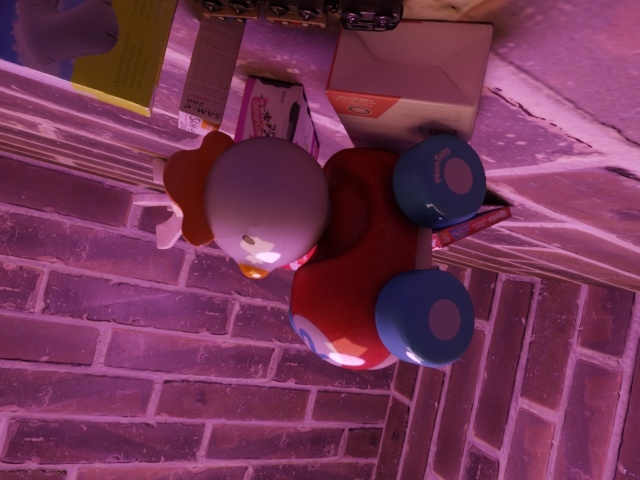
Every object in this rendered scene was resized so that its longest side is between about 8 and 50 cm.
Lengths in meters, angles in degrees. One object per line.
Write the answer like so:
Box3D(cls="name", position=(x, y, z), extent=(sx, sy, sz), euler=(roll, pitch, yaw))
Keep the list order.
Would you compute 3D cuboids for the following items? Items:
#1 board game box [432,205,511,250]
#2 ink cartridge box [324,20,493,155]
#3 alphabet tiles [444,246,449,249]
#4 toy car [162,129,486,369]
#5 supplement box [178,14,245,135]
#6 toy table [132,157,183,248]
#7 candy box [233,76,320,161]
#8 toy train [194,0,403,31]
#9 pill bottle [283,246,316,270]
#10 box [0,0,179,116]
Box3D(cls="board game box", position=(0.223, -0.015, 0.777), extent=(0.281, 0.027, 0.145), euler=(-16, 180, -44))
Box3D(cls="ink cartridge box", position=(0.088, -0.120, 0.406), extent=(0.115, 0.067, 0.198), euler=(12, 175, 16))
Box3D(cls="alphabet tiles", position=(0.102, -0.052, 0.946), extent=(0.342, 0.011, 0.285), euler=(13, -158, -4))
Box3D(cls="toy car", position=(-0.024, -0.003, 0.381), extent=(0.237, 0.211, 0.219), euler=(15, 167, -23))
Box3D(cls="supplement box", position=(-0.095, -0.146, 0.372), extent=(0.036, 0.099, 0.062), euler=(14, 176, -19))
Box3D(cls="toy table", position=(-0.379, -0.109, 1.174), extent=(0.160, 0.253, 0.274), euler=(-5, 166, 6))
Box3D(cls="candy box", position=(-0.058, -0.095, 0.590), extent=(0.071, 0.159, 0.233), euler=(11, 176, 5))
Box3D(cls="toy train", position=(-0.019, -0.171, 0.310), extent=(0.158, 0.027, 0.036), euler=(12, -173, 12))
Box3D(cls="pill bottle", position=(0.000, 0.000, 1.399), extent=(0.407, 0.229, 0.229), euler=(11, 177, 16))
Box3D(cls="box", position=(-0.197, -0.168, 0.295), extent=(0.178, 0.109, 0.042), euler=(14, 180, -22))
